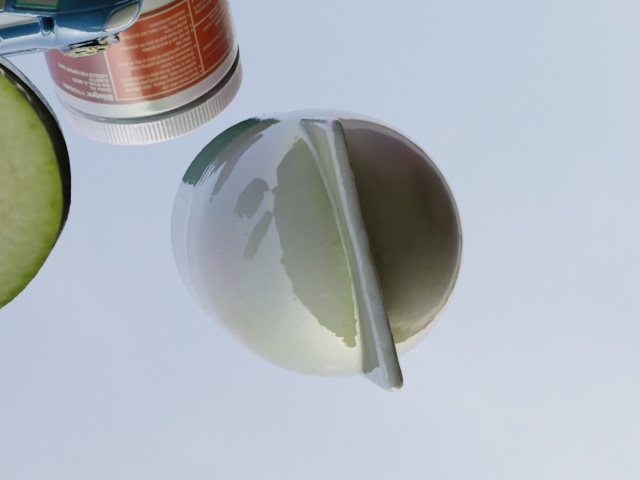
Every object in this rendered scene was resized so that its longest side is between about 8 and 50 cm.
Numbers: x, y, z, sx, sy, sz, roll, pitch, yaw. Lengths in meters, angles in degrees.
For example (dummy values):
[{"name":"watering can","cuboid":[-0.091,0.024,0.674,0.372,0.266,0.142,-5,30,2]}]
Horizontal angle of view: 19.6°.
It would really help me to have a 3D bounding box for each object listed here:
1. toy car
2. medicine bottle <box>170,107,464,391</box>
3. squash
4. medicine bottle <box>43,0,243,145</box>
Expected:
[{"name":"toy car","cuboid":[-0.333,-0.282,1.949,0.166,0.314,0.198,-162,64,-84]},{"name":"medicine bottle","cuboid":[0.000,0.000,1.641,0.235,0.236,0.406,66,172,-8]},{"name":"squash","cuboid":[-0.311,-0.044,1.383,0.252,0.252,0.049,54,-176,-27]},{"name":"medicine bottle","cuboid":[-0.241,-0.289,2.400,0.252,0.252,0.241,-75,-20,-47]}]
